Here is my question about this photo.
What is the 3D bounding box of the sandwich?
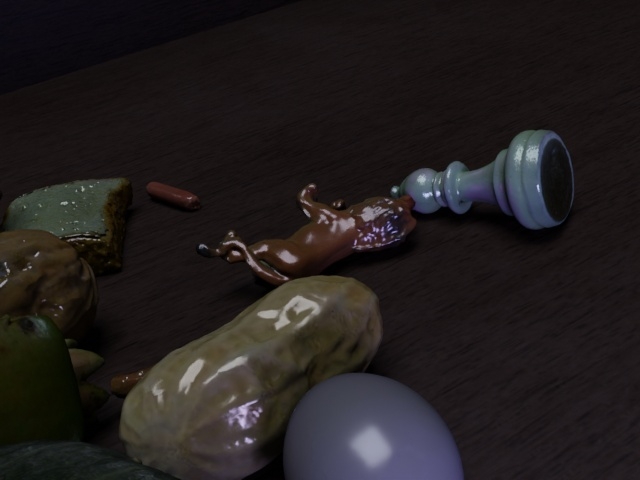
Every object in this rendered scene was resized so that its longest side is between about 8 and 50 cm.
[{"bbox_3d":[-0.439,-0.019,1.276,0.226,0.087,0.251,-13,28,0],"label":"sandwich"}]

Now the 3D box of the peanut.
[{"bbox_3d":[-0.056,0.138,0.775,0.313,0.152,0.152,-30,33,-33],"label":"peanut"}]

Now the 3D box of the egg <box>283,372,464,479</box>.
[{"bbox_3d":[0.042,0.190,0.644,0.146,0.147,0.199,-17,22,-8],"label":"egg"}]

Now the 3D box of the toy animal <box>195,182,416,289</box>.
[{"bbox_3d":[0.000,0.000,1.068,0.312,0.097,0.157,-30,39,-27],"label":"toy animal"}]

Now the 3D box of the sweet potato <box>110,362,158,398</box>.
[{"bbox_3d":[-0.120,0.138,0.899,0.255,0.058,0.078,-23,9,-27],"label":"sweet potato"}]

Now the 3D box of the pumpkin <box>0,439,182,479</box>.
[{"bbox_3d":[-0.184,0.275,0.455,0.327,0.292,0.257,-8,-3,32],"label":"pumpkin"}]

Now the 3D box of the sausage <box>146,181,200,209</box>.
[{"bbox_3d":[-0.273,-0.082,1.382,0.147,0.030,0.035,16,38,41],"label":"sausage"}]

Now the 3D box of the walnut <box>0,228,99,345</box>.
[{"bbox_3d":[-0.399,0.089,0.955,0.245,0.198,0.198,-39,37,-27],"label":"walnut"}]

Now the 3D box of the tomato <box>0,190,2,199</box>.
[{"bbox_3d":[-0.648,-0.046,1.137,0.272,0.341,0.341,23,17,-24],"label":"tomato"}]

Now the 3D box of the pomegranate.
[{"bbox_3d":[-0.341,0.202,0.721,0.309,0.216,0.358,-23,-12,25],"label":"pomegranate"}]

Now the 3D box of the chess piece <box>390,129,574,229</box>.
[{"bbox_3d":[0.219,-0.078,1.111,0.271,0.139,0.139,-5,27,38],"label":"chess piece"}]
